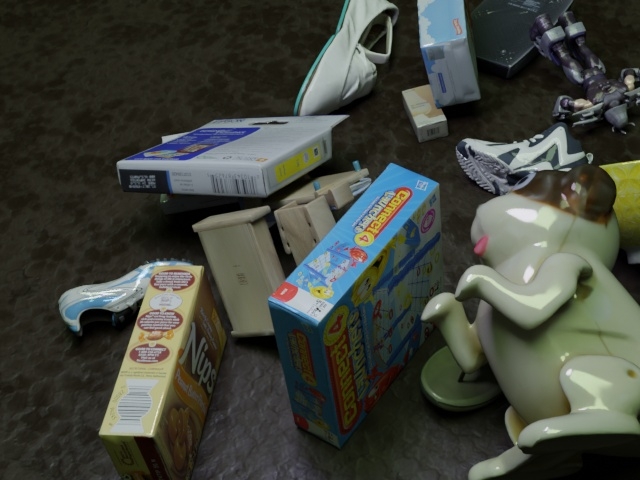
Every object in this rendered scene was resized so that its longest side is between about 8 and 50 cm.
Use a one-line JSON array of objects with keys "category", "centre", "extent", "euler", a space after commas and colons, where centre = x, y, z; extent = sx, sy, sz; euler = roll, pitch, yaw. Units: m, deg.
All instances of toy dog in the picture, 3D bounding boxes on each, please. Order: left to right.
[{"category": "toy dog", "centre": [0.341, 0.093, 1.564], "extent": [0.395, 0.284, 0.408], "euler": [-8, 68, -7]}]

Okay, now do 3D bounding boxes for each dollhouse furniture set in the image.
[{"category": "dollhouse furniture set", "centre": [0.000, 0.000, 1.867], "extent": [0.286, 0.198, 0.303], "euler": [-8, 17, 43]}]

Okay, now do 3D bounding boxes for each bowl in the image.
[{"category": "bowl", "centre": [0.535, -0.044, 1.801], "extent": [0.289, 0.289, 0.156], "euler": [-5, 89, 7]}]

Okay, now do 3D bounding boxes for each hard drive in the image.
[{"category": "hard drive", "centre": [0.383, -0.425, 2.296], "extent": [0.172, 0.054, 0.255], "euler": [24, 56, 31]}]

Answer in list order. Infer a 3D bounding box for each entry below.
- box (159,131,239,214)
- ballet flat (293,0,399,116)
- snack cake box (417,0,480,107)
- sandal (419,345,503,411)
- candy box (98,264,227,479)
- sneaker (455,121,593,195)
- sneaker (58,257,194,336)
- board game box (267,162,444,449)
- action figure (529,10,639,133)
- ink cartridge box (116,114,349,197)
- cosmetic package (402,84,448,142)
[{"category": "box", "centre": [-0.227, -0.136, 2.155], "extent": [0.145, 0.038, 0.186], "euler": [-10, 44, 3]}, {"category": "ballet flat", "centre": [0.067, -0.365, 2.267], "extent": [0.139, 0.139, 0.400], "euler": [7, 48, 18]}, {"category": "snack cake box", "centre": [0.240, -0.398, 2.163], "extent": [0.089, 0.152, 0.264], "euler": [-10, 46, 13]}, {"category": "sandal", "centre": [0.278, 0.153, 1.734], "extent": [0.302, 0.086, 0.120], "euler": [-28, 47, -15]}, {"category": "candy box", "centre": [-0.228, 0.212, 1.715], "extent": [0.087, 0.183, 0.316], "euler": [1, 47, 12]}, {"category": "sneaker", "centre": [0.369, -0.152, 2.008], "extent": [0.235, 0.094, 0.153], "euler": [19, 52, 27]}, {"category": "sneaker", "centre": [-0.321, 0.095, 1.932], "extent": [0.237, 0.085, 0.086], "euler": [-20, 72, -13]}, {"category": "board game box", "centre": [0.065, 0.099, 1.678], "extent": [0.086, 0.308, 0.302], "euler": [24, 56, 27]}, {"category": "action figure", "centre": [0.501, -0.305, 2.129], "extent": [0.185, 0.099, 0.285], "euler": [-17, 59, -14]}, {"category": "ink cartridge box", "centre": [-0.145, -0.151, 2.010], "extent": [0.303, 0.072, 0.307], "euler": [2, 19, 31]}, {"category": "cosmetic package", "centre": [0.197, -0.241, 2.165], "extent": [0.060, 0.041, 0.115], "euler": [-16, 46, -3]}]
